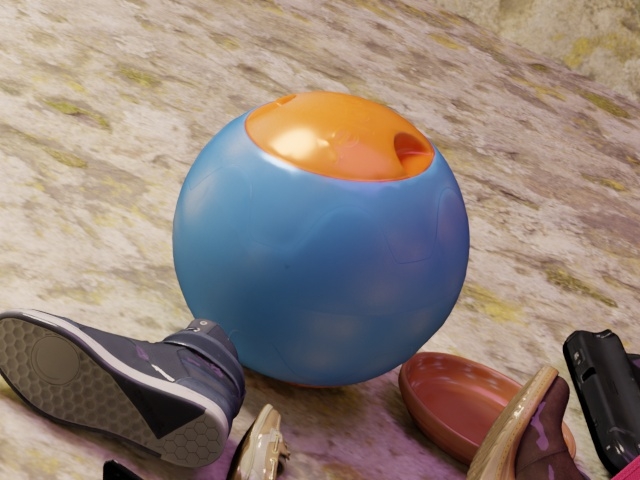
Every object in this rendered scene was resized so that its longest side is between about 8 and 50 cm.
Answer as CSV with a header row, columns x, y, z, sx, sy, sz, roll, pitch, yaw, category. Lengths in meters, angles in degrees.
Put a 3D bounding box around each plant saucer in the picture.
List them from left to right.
x,y,z,sx,sy,sz,roll,pitch,yaw,category
0.166,0.185,1.993,0.200,0.037,0.200,23,20,-9,plant saucer

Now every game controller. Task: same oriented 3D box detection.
x,y,z,sx,sy,sz,roll,pitch,yaw,category
0.361,0.205,2.162,0.166,0.067,0.319,36,19,-17,game controller

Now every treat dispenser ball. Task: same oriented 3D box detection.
x,y,z,sx,sy,sz,roll,pitch,yaw,category
0.000,0.000,1.883,0.288,0.288,0.288,23,21,-9,treat dispenser ball

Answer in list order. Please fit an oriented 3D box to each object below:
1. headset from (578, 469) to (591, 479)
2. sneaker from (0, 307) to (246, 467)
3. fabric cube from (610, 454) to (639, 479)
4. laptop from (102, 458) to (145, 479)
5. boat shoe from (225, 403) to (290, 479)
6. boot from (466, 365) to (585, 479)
x,y,z,sx,sy,sz,roll,pitch,yaw,category
0.368,0.256,1.804,0.394,0.243,0.185,4,-18,26,headset
-0.171,0.107,1.712,0.226,0.086,0.163,28,22,1,sneaker
0.345,0.315,1.486,0.259,0.254,0.258,28,27,-39,fabric cube
-0.034,0.243,1.489,0.234,0.136,0.264,33,22,15,laptop
-0.052,0.194,1.712,0.045,0.050,0.135,29,30,-4,boat shoe
0.231,0.253,1.742,0.207,0.090,0.248,30,56,-3,boot
